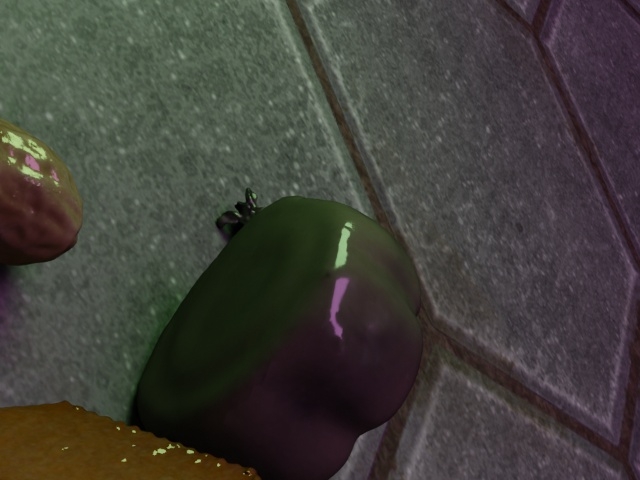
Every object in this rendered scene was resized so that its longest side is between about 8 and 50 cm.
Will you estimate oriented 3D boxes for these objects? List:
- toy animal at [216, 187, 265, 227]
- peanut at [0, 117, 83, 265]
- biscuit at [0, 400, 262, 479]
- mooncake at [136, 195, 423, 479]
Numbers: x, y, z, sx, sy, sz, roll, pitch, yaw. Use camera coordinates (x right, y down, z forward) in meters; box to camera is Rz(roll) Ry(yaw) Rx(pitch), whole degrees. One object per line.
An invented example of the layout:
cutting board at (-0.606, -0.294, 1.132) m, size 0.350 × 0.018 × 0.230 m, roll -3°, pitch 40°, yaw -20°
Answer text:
toy animal at (-0.004, 0.004, 1.582) m, size 0.176 × 0.073 × 0.217 m, roll 45°, pitch 25°, yaw 2°
peanut at (-0.279, -0.054, 1.144) m, size 0.257 × 0.123 × 0.123 m, roll 34°, pitch 39°, yaw -41°
biscuit at (-0.180, 0.177, 1.048) m, size 0.237 × 0.232 × 0.013 m, roll -33°, pitch 136°, yaw -62°
mooncake at (-0.032, 0.091, 1.268) m, size 0.135 × 0.275 × 0.275 m, roll 41°, pitch 34°, yaw -26°
